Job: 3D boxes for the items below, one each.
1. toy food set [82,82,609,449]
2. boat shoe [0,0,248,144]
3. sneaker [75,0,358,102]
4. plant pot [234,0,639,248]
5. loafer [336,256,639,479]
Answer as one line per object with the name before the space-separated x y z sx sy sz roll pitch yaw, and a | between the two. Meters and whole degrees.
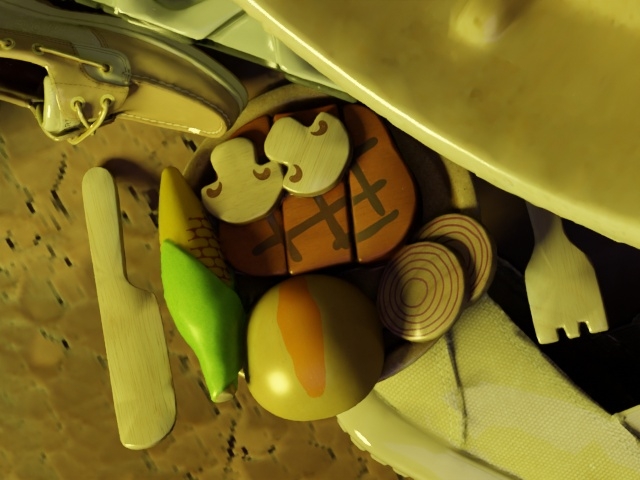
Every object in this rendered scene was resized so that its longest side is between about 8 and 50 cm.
toy food set | 0.000 0.000 0.747 0.192 0.038 0.132 -16 75 9
boat shoe | -0.095 -0.060 0.743 0.135 0.045 0.050 18 154 -5
sneaker | -0.073 -0.151 0.684 0.330 0.122 0.146 16 99 -6
plant pot | 0.100 -0.214 0.505 0.334 0.334 0.305 45 75 -17
loafer | 0.137 0.084 0.778 0.268 0.102 0.092 23 113 -5
